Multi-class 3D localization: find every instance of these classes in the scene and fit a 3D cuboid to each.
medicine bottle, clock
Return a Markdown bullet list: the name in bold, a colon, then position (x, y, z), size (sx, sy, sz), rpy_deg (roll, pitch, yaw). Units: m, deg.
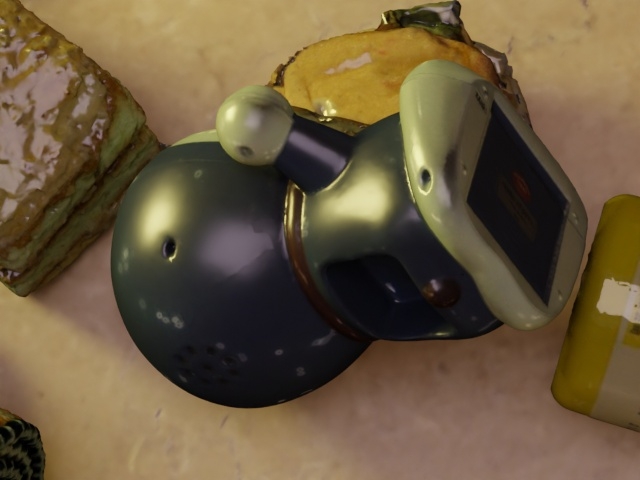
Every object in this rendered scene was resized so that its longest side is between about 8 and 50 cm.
- **medicine bottle**: position (0.238, 0.059, 0.852), size (0.212, 0.122, 0.122), rpy_deg (16, 80, 10)
- **clock**: position (0.000, 0.000, 0.850), size (0.243, 0.199, 0.146), rpy_deg (-16, 42, 32)

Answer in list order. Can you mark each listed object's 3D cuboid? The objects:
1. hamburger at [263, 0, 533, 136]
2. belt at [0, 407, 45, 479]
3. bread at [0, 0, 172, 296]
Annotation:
- **hamburger**: position (0.053, -0.081, 0.931), size (0.176, 0.087, 0.102), rpy_deg (11, 62, 20)
- **belt**: position (-0.257, 0.185, 0.839), size (0.150, 0.207, 0.257), rpy_deg (25, 73, 14)
- **bread**: position (-0.203, -0.073, 0.944), size (0.196, 0.102, 0.138), rpy_deg (38, 87, 12)
